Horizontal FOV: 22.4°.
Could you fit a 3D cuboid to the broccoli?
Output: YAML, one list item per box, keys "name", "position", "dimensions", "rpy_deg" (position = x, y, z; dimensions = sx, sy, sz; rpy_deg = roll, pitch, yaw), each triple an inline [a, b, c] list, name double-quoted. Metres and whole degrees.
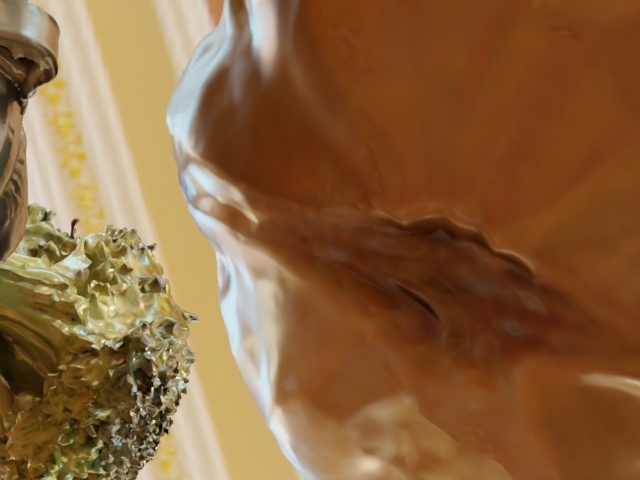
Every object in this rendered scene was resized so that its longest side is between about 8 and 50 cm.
- name: "broccoli"
  position: [-0.275, 0.068, 1.302]
  dimensions: [0.353, 0.397, 0.275]
  rpy_deg: [13, -100, 26]

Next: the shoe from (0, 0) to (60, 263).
- name: "shoe"
  position: [-0.162, -0.113, 0.643]
  dimensions: [0.293, 0.109, 0.149]
  rpy_deg: [-117, -138, -56]

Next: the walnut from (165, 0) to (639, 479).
- name: "walnut"
  position: [0.116, -0.048, 0.732]
  dimensions: [0.383, 0.383, 0.384]
  rpy_deg: [6, -78, 28]
